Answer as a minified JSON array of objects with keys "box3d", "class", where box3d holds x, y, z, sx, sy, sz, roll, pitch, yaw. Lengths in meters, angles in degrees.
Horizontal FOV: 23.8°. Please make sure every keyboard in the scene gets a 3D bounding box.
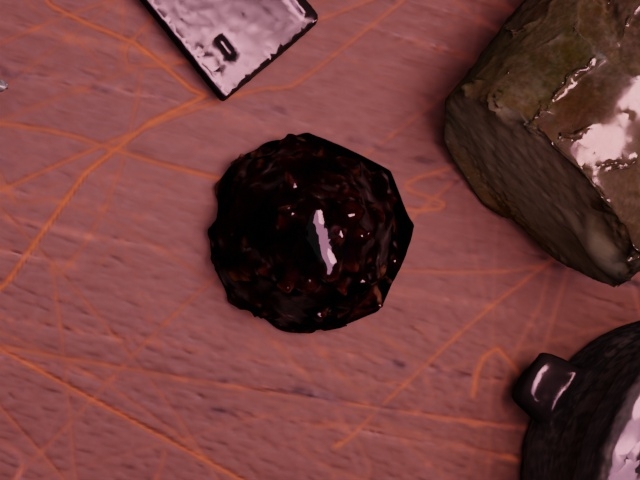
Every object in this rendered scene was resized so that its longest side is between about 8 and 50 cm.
[{"box3d":[-0.136,-0.246,1.059,0.106,0.027,0.317,-40,100,-12],"class":"keyboard"}]

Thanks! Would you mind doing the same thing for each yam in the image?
[{"box3d":[0.233,-0.136,1.060,0.195,0.195,0.300,41,82,-11],"class":"yam"}]

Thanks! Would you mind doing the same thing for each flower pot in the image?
[{"box3d":[0.294,0.158,1.039,0.299,0.283,0.299,-1,92,-12],"class":"flower pot"}]

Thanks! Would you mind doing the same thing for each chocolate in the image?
[{"box3d":[0.000,0.000,1.044,0.156,0.133,0.156,-1,94,-12],"class":"chocolate"}]

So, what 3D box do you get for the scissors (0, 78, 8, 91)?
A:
[{"box3d":[-0.389,-0.141,0.971,0.383,0.029,0.256,28,111,-20],"class":"scissors"}]
